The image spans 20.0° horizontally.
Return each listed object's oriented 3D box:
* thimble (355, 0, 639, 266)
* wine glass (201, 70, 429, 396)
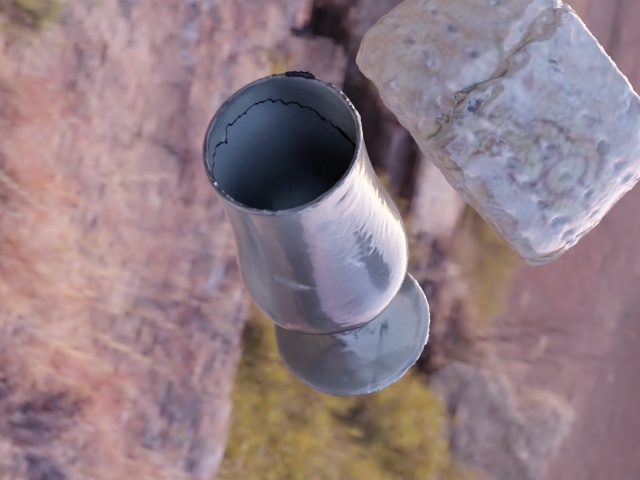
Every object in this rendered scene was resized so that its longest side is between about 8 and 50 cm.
[{"bbox_3d":[0.184,-0.137,1.761,0.195,0.291,0.291,-41,150,1],"label":"thimble"},{"bbox_3d":[0.000,0.000,1.055,0.231,0.103,0.103,71,41,-60],"label":"wine glass"}]
